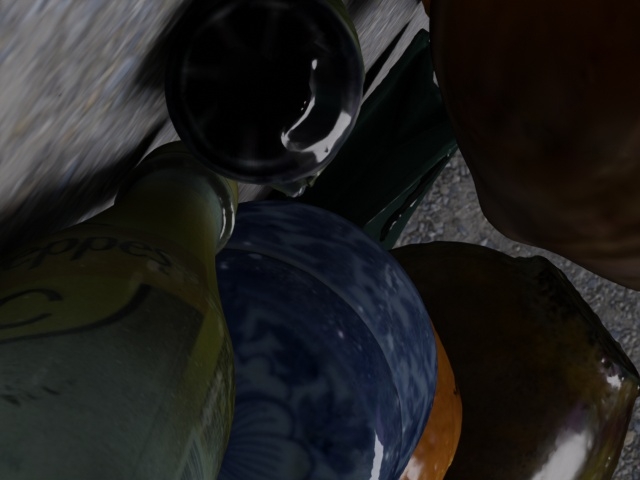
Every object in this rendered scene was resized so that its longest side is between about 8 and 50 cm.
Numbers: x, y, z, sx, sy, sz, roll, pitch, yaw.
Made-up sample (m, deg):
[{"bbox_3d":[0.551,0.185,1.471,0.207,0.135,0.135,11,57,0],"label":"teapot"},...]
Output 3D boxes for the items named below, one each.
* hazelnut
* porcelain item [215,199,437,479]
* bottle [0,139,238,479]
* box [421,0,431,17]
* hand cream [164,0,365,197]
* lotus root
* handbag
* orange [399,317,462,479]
[{"bbox_3d":[0.222,-0.132,0.917,0.372,0.372,0.315,-54,-143,17],"label":"hazelnut"},{"bbox_3d":[-0.031,0.065,0.792,0.147,0.147,0.114,-54,177,23],"label":"porcelain item"},{"bbox_3d":[-0.062,0.033,0.509,0.083,0.083,0.270,-54,-172,21],"label":"bottle"},{"bbox_3d":[0.156,-0.212,1.193,0.221,0.091,0.274,-54,178,3],"label":"box"},{"bbox_3d":[-0.012,-0.049,0.613,0.235,0.055,0.086,-63,164,-84],"label":"hand cream"},{"bbox_3d":[0.041,0.140,1.239,0.346,0.250,0.250,-32,-176,16],"label":"lotus root"},{"bbox_3d":[0.001,0.000,1.434,0.238,0.089,0.326,-48,177,-29],"label":"handbag"},{"bbox_3d":[-0.026,0.104,1.032,0.219,0.193,0.219,-158,-90,-86],"label":"orange"}]
